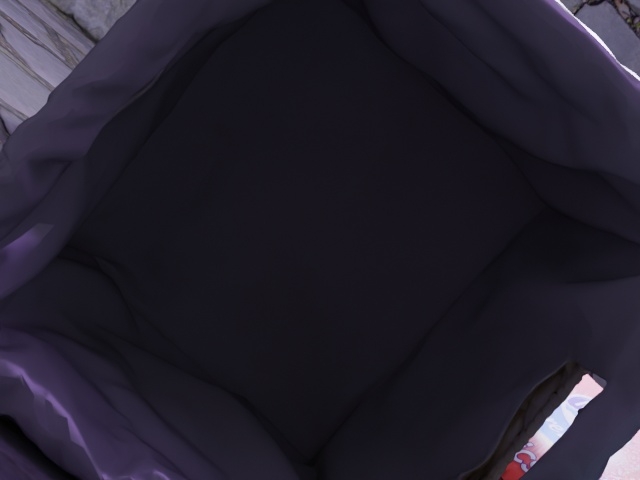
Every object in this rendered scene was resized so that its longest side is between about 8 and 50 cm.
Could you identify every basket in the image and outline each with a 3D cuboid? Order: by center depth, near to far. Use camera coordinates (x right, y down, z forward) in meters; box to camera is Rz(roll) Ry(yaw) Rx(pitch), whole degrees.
[{"bbox_3d":[0.000,0.000,0.749,0.331,0.328,0.266,41,1,-11],"label":"basket"}]

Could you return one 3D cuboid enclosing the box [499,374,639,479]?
[{"bbox_3d":[0.174,0.208,1.038,0.142,0.154,0.300,-8,28,-21],"label":"box"}]

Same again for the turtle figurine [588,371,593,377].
[{"bbox_3d":[0.188,0.190,1.349,0.274,0.198,0.266,13,3,-22],"label":"turtle figurine"}]
